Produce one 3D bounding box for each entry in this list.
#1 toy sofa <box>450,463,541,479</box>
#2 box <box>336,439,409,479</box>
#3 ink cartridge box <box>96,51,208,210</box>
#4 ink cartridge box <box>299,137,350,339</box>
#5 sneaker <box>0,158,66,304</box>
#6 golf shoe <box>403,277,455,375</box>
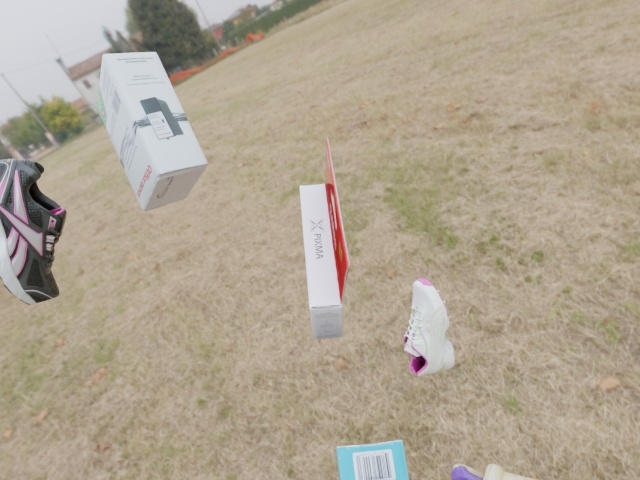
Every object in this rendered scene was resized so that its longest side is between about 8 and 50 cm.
[{"bbox_3d":[0.293,0.564,0.646,0.177,0.363,0.150,-2,10,33],"label":"toy sofa"},{"bbox_3d":[0.078,0.382,0.687,0.100,0.244,0.060,-5,59,0],"label":"box"},{"bbox_3d":[-0.285,-0.175,0.682,0.086,0.208,0.153,-23,-3,-36],"label":"ink cartridge box"},{"bbox_3d":[0.000,0.000,0.788,0.066,0.261,0.296,-5,53,-2],"label":"ink cartridge box"},{"bbox_3d":[-0.330,-0.009,0.470,0.077,0.178,0.072,-15,31,-20],"label":"sneaker"},{"bbox_3d":[0.306,0.264,1.206,0.140,0.306,0.115,-19,13,-18],"label":"golf shoe"}]
